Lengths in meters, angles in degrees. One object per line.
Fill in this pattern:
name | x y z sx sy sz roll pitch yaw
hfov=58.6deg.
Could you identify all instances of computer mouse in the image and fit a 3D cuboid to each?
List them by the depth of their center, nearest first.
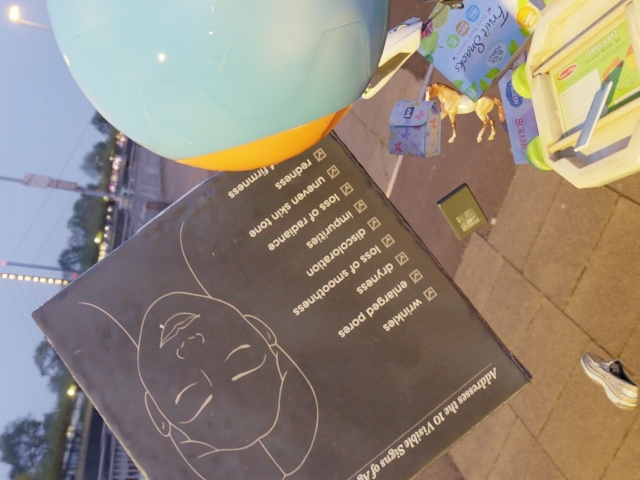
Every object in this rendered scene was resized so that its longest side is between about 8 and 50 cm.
computer mouse | 0.105 -0.271 0.767 0.193 0.042 0.106 -44 29 24

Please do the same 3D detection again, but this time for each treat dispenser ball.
treat dispenser ball | -0.083 -0.206 0.498 0.288 0.288 0.288 -171 90 -70

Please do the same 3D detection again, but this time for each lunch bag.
lunch bag | 0.143 -0.172 0.874 0.071 0.053 0.083 14 110 40

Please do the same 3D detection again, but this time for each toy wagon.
toy wagon | 0.361 -0.252 0.762 0.267 0.068 0.345 144 120 -72

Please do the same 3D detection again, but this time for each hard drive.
hard drive | 0.381 -0.077 1.532 0.094 0.135 0.022 -36 28 5

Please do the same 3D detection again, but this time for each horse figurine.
horse figurine | 0.431 -0.375 1.664 0.066 0.263 0.175 -69 -20 -62

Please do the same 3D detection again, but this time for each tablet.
tablet | 0.345 -0.155 0.722 0.054 0.006 0.083 -4 -66 -82

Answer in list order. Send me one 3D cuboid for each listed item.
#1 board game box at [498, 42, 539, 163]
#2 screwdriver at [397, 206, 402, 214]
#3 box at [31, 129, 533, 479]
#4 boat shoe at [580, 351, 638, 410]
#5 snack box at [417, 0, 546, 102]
board game box | 0.441 -0.394 1.271 0.319 0.065 0.318 59 -145 -42
screwdriver | 0.170 -0.007 1.089 0.024 0.170 0.025 10 64 33
box | -0.051 0.153 0.861 0.472 0.480 0.297 52 177 7
boat shoe | 0.647 0.292 1.265 0.190 0.068 0.072 -107 26 -69
snack box | 0.291 -0.388 1.039 0.174 0.070 0.207 46 143 8
